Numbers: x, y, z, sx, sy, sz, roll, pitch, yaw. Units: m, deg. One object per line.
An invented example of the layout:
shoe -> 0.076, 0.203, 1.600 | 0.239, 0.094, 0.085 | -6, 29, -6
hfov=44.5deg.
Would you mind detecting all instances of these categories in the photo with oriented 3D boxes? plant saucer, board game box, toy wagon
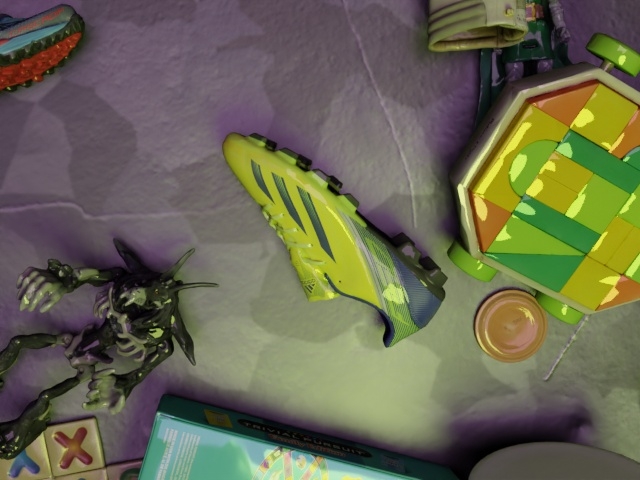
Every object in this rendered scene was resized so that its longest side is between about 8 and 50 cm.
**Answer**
plant saucer -> 0.214, 0.097, 0.878 | 0.084, 0.013, 0.083 | 0, 94, -5
board game box -> -0.044, 0.334, 0.839 | 0.336, 0.079, 0.253 | 16, 92, -8
toy wagon -> 0.307, -0.035, 0.809 | 0.344, 0.068, 0.267 | 26, 108, -16

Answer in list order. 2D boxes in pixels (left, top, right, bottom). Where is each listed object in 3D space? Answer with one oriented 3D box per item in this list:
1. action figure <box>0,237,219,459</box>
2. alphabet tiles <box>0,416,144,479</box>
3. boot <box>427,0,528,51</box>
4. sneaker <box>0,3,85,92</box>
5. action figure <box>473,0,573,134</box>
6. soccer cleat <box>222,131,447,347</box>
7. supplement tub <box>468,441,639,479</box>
action figure -> -0.236, 0.104, 0.786 | 0.276, 0.141, 0.164 | -36, 84, 1
alphabet tiles -> -0.300, 0.375, 0.864 | 0.285, 0.011, 0.342 | -10, 95, -3
boot -> 0.198, -0.281, 0.768 | 0.213, 0.077, 0.165 | -10, 76, 25
sneaker -> -0.369, -0.203, 0.770 | 0.262, 0.104, 0.125 | -18, 93, -3
action figure -> 0.219, -0.212, 0.834 | 0.137, 0.063, 0.232 | -6, 91, 0
soccer cleat -> 0.000, 0.001, 0.818 | 0.289, 0.093, 0.121 | 39, 98, -5
supplement tub -> 0.243, 0.387, 0.777 | 0.228, 0.228, 0.316 | -3, 102, -4
